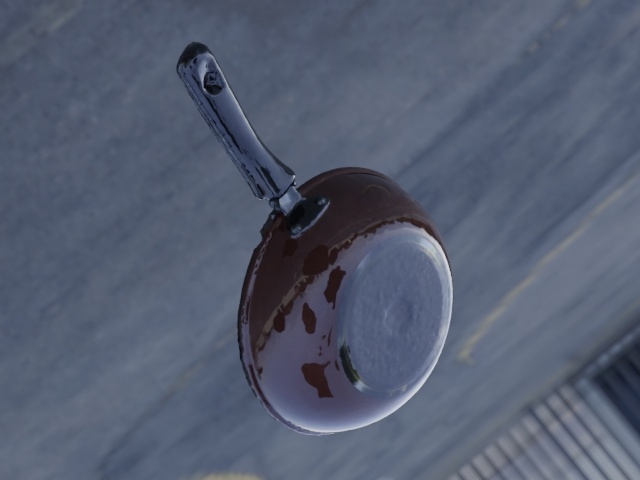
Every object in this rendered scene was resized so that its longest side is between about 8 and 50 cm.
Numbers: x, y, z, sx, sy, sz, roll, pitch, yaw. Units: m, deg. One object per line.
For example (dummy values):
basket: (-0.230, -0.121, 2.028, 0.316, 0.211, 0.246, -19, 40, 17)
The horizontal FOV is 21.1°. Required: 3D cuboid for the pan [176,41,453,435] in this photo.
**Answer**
pan: (0.000, 0.000, 0.414, 0.023, 0.115, 0.068, 11, -128, 46)
